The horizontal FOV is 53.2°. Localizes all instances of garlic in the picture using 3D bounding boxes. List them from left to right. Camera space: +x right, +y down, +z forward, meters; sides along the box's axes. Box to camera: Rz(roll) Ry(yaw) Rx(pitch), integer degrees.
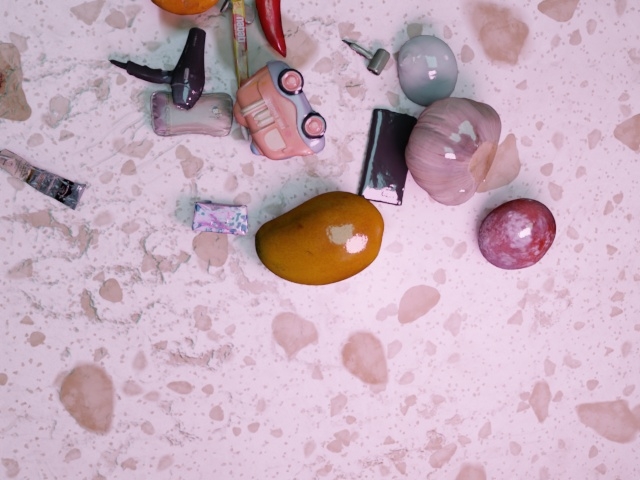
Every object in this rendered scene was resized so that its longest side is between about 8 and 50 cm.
[{"bbox_3d":[0.376,-0.270,1.874,0.318,0.259,0.317,-24,134,-27],"label":"garlic"}]

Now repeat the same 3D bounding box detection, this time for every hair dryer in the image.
[{"bbox_3d":[-0.446,-0.490,1.747,0.272,0.091,0.235,9,79,-6],"label":"hair dryer"},{"bbox_3d":[0.128,-0.557,1.895,0.150,0.047,0.071,30,88,-4],"label":"hair dryer"}]

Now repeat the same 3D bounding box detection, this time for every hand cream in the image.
[{"bbox_3d":[-0.769,-0.176,1.739,0.248,0.052,0.075,28,113,-20],"label":"hand cream"}]

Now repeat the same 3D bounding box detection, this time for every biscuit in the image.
[{"bbox_3d":[-0.224,-0.543,1.797,0.048,0.026,0.291,-6,112,-9],"label":"biscuit"}]

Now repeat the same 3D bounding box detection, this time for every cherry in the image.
[{"bbox_3d":[0.605,-0.020,1.976,0.213,0.285,0.236,35,76,21],"label":"cherry"}]

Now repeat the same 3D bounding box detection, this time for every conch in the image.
[{"bbox_3d":[0.321,-0.503,1.913,0.185,0.121,0.221,-34,110,24],"label":"conch"}]

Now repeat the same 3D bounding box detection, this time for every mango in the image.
[{"bbox_3d":[0.000,0.000,1.847,0.378,0.221,0.263,-12,105,-1],"label":"mango"}]

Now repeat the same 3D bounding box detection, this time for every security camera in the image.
[{"bbox_3d":[-0.229,-0.644,1.798,0.092,0.058,0.058,27,91,-26],"label":"security camera"}]

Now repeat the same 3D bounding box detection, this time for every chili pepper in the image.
[{"bbox_3d":[-0.120,-0.717,1.800,0.137,0.092,0.368,7,103,-32],"label":"chili pepper"}]

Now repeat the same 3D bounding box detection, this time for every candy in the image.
[{"bbox_3d":[-0.288,-0.066,1.842,0.160,0.073,0.092,5,95,-13],"label":"candy"}]

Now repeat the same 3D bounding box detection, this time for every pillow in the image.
[{"bbox_3d":[-0.363,-0.356,1.804,0.233,0.038,0.130,-1,92,-14],"label":"pillow"}]

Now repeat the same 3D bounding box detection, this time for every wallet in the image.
[{"bbox_3d":[0.207,-0.254,1.952,0.146,0.030,0.285,9,95,-12],"label":"wallet"}]

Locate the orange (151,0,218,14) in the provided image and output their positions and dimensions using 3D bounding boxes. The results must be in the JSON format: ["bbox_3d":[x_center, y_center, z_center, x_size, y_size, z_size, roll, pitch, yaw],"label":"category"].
[{"bbox_3d":[-0.359,-0.707,1.660,0.240,0.240,0.239,-2,98,-13],"label":"orange"}]

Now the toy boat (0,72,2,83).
[{"bbox_3d":[-0.876,-0.380,1.681,0.049,0.047,0.149,13,93,-14],"label":"toy boat"}]

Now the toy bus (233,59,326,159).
[{"bbox_3d":[-0.118,-0.349,1.788,0.232,0.194,0.287,-26,105,1],"label":"toy bus"}]
